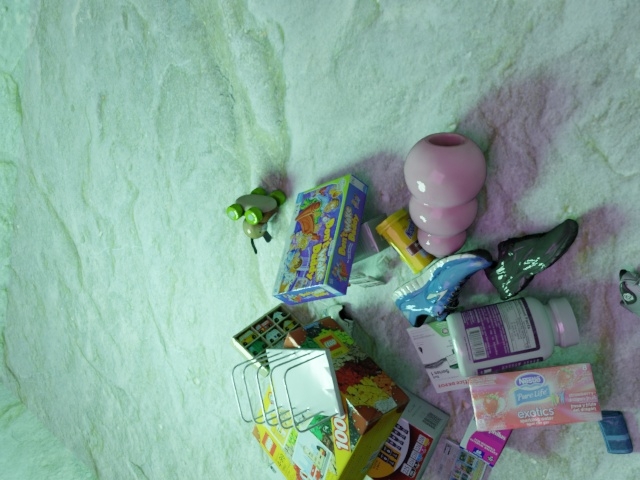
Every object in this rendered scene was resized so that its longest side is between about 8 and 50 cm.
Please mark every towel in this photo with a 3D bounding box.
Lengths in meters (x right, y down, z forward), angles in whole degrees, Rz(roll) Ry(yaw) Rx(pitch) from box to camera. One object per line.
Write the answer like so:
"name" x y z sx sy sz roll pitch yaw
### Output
"towel" 0.779 0.509 1.643 0.067 0.029 0.119 -14 100 37

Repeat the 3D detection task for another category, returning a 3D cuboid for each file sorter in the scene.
"file sorter" -0.104 0.424 1.770 0.278 0.173 0.192 -10 93 49

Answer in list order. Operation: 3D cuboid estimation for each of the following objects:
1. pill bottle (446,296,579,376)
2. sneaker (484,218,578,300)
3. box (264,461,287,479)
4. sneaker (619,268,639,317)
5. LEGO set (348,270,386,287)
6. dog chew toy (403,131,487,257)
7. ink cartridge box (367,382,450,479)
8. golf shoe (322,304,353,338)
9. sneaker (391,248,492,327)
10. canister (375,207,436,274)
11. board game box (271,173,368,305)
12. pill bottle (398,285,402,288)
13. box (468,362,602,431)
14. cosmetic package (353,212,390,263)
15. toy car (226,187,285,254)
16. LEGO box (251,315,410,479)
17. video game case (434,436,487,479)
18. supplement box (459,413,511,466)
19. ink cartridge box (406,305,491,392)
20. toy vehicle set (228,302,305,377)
"pill bottle" 0.489 0.238 1.590 0.302 0.169 0.169 -14 102 8
"sneaker" 0.524 0.032 1.578 0.130 0.109 0.286 51 126 15
"box" -0.069 0.834 2.260 0.181 0.182 0.119 48 127 8
"sneaker" 0.771 0.086 1.441 0.132 0.086 0.228 33 125 22
"LEGO set" 0.051 0.118 1.895 0.245 0.182 0.060 -13 71 30
"dog chew toy" 0.317 -0.105 1.607 0.207 0.207 0.331 16 124 29
"ink cartridge box" 0.228 0.633 2.008 0.272 0.130 0.309 29 123 24
"golf shoe" 0.077 0.289 2.013 0.086 0.069 0.176 -26 94 33
"sneaker" 0.347 0.135 1.690 0.330 0.130 0.147 -43 66 41
"canister" 0.245 0.003 1.737 0.073 0.126 0.169 -42 84 30
"board game box" 0.000 0.000 1.775 0.078 0.346 0.233 32 148 -34
"pill bottle" 0.263 0.174 1.849 0.043 0.043 0.083 -28 91 39
"box" 0.548 0.403 1.599 0.300 0.154 0.142 -12 75 19
"cosmetic package" 0.096 0.015 1.847 0.238 0.127 0.107 -22 93 37
"toy car" -0.198 -0.053 2.013 0.149 0.155 0.188 12 125 31
"LEGO box" 0.011 0.554 1.961 0.372 0.193 0.499 43 130 30
"video game case" 0.444 0.716 1.964 0.143 0.019 0.157 23 119 25
"supplement box" 0.499 0.520 1.787 0.111 0.114 0.219 26 120 24
"ink cartridge box" 0.374 0.319 1.801 0.160 0.093 0.219 -23 94 39
"toy vehicle set" -0.157 0.325 2.057 0.166 0.267 0.035 41 127 14
